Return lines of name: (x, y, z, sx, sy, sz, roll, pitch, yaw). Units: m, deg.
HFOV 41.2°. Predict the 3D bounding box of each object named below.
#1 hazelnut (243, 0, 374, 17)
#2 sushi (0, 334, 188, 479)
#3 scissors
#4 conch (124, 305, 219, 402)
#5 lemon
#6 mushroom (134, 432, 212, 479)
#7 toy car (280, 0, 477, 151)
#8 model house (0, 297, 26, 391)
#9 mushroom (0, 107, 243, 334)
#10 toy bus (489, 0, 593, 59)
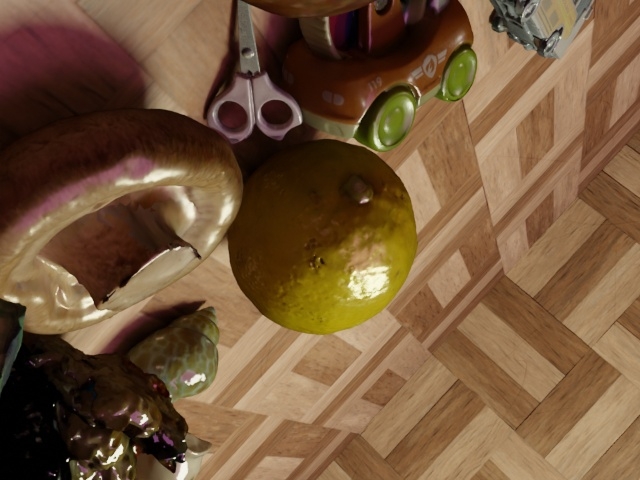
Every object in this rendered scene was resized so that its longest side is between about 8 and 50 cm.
hazelnut: (-0.015, -0.251, 0.603, 0.234, 0.218, 0.218, -11, 139, -57)
sushi: (-0.266, 0.193, 0.890, 0.218, 0.238, 0.225, -33, 144, -19)
scissors: (-0.071, -0.174, 0.844, 0.100, 0.015, 0.189, -1, 133, 1)
conch: (-0.200, 0.162, 1.121, 0.173, 0.106, 0.116, -23, 174, -11)
lemon: (0.000, -0.002, 1.030, 0.236, 0.236, 0.263, -26, 147, -43)
mushroom: (-0.260, 0.416, 1.251, 0.297, 0.297, 0.290, 93, 20, -59)
toy car: (0.059, -0.234, 0.897, 0.235, 0.145, 0.235, -31, 137, -34)
model house: (-0.341, 0.158, 0.568, 0.237, 0.202, 0.237, -99, -148, -58)
mushroom: (-0.197, -0.012, 0.758, 0.278, 0.146, 0.278, -32, 160, -13)
toy bus: (0.289, -0.352, 1.161, 0.138, 0.097, 0.342, -59, 156, 10)
